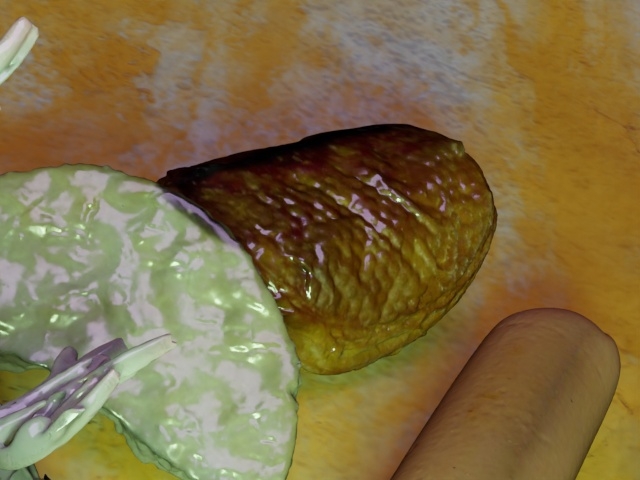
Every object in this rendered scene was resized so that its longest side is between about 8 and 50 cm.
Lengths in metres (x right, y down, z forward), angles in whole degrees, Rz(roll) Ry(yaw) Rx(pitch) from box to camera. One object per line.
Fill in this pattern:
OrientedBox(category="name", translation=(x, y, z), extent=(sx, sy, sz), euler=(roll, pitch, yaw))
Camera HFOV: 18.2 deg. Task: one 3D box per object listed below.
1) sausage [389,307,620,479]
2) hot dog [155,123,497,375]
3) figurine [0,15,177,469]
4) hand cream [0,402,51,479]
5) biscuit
OrientedBox(category="sausage", translation=(0.091, 0.122, 1.059), extent=(0.086, 0.086, 0.289), euler=(27, 33, 11))
OrientedBox(category="hot dog", translation=(-0.001, -0.003, 1.175), extent=(0.226, 0.099, 0.160), euler=(-15, 48, -32))
OrientedBox(category="figurine", translation=(-0.186, 0.086, 0.822), extent=(0.284, 0.206, 0.316), euler=(-26, 41, -11))
OrientedBox(category="hand cream", translation=(-0.169, 0.125, 0.961), extent=(0.084, 0.050, 0.257), euler=(-5, 38, -28))
OrientedBox(category="biscuit", translation=(-0.102, 0.035, 1.049), extent=(0.250, 0.032, 0.133), euler=(32, 72, 6))
